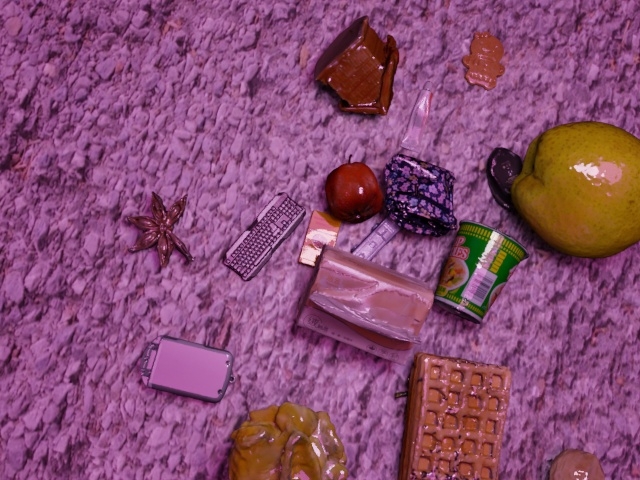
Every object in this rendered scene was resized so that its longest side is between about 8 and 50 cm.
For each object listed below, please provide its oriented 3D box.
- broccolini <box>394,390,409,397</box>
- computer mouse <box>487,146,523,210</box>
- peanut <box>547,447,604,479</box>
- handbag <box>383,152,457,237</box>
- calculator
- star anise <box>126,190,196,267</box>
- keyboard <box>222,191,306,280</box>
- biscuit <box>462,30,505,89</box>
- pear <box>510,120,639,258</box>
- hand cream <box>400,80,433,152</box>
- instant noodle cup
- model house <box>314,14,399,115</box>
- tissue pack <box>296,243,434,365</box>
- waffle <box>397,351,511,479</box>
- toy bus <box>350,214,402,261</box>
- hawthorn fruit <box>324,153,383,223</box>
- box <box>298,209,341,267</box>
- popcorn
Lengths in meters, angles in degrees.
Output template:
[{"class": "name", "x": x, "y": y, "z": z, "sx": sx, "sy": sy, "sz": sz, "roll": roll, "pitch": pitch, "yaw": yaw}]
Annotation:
[{"class": "broccolini", "x": 0.267, "y": 0.399, "z": 1.771, "sx": 0.140, "sy": 0.030, "sz": 0.035, "roll": -8, "pitch": 73, "yaw": -5}, {"class": "computer mouse", "x": 0.538, "y": -0.178, "z": 1.908, "sx": 0.106, "sy": 0.062, "sz": 0.192, "roll": -23, "pitch": 93, "yaw": -14}, {"class": "peanut", "x": 0.644, "y": 0.699, "z": 1.701, "sx": 0.152, "sy": 0.152, "sz": 0.313, "roll": 22, "pitch": 76, "yaw": -3}, {"class": "handbag", "x": 0.273, "y": -0.117, "z": 1.806, "sx": 0.229, "sy": 0.127, "sz": 0.207, "roll": 18, "pitch": 58, "yaw": -17}, {"class": "calculator", "x": -0.337, "y": 0.330, "z": 1.689, "sx": 0.246, "sy": 0.045, "sz": 0.141, "roll": 14, "pitch": 77, "yaw": -5}, {"class": "star anise", "x": -0.426, "y": -0.029, "z": 1.748, "sx": 0.172, "sy": 0.063, "sz": 0.207, "roll": -8, "pitch": 83, "yaw": -5}, {"class": "keyboard", "x": -0.152, "y": -0.014, "z": 1.801, "sx": 0.106, "sy": 0.016, "sz": 0.262, "roll": 39, "pitch": 76, "yaw": 2}, {"class": "biscuit", "x": 0.501, "y": -0.544, "z": 1.997, "sx": 0.133, "sy": 0.027, "sz": 0.184, "roll": 27, "pitch": 76, "yaw": 0}, {"class": "pear", "x": 0.703, "y": -0.147, "z": 1.764, "sx": 0.391, "sy": 0.391, "sz": 0.390, "roll": 2, "pitch": 78, "yaw": -8}, {"class": "hand cream", "x": 0.293, "y": -0.364, "z": 1.930, "sx": 0.052, "sy": 0.038, "sz": 0.216, "roll": 15, "pitch": 82, "yaw": 20}, {"class": "instant noodle cup", "x": 0.419, "y": 0.093, "z": 1.776, "sx": 0.207, "sy": 0.207, "sz": 0.232, "roll": 28, "pitch": 82, "yaw": -1}, {"class": "model house", "x": 0.126, "y": -0.479, "z": 1.872, "sx": 0.220, "sy": 0.199, "sz": 0.229, "roll": -33, "pitch": 113, "yaw": 25}, {"class": "tissue pack", "x": 0.108, "y": 0.174, "z": 1.668, "sx": 0.306, "sy": 0.238, "sz": 0.238, "roll": 22, "pitch": 76, "yaw": -2}, {"class": "waffle", "x": 0.346, "y": 0.491, "z": 1.700, "sx": 0.261, "sy": 0.114, "sz": 0.376, "roll": 9, "pitch": 84, "yaw": -9}, {"class": "toy bus", "x": 0.145, "y": 0.006, "z": 1.808, "sx": 0.064, "sy": 0.075, "sz": 0.190, "roll": 44, "pitch": 77, "yaw": 3}, {"class": "hawthorn fruit", "x": 0.088, "y": -0.148, "z": 1.797, "sx": 0.157, "sy": 0.157, "sz": 0.193, "roll": -5, "pitch": 71, "yaw": -9}, {"class": "box", "x": 0.000, "y": 0.000, "z": 1.817, "sx": 0.087, "sy": 0.023, "sz": 0.155, "roll": 18, "pitch": 77, "yaw": -7}, {"class": "popcorn", "x": -0.075, "y": 0.530, "z": 1.557, "sx": 0.312, "sy": 0.312, "sz": 0.312, "roll": 2, "pitch": 78, "yaw": -8}]
